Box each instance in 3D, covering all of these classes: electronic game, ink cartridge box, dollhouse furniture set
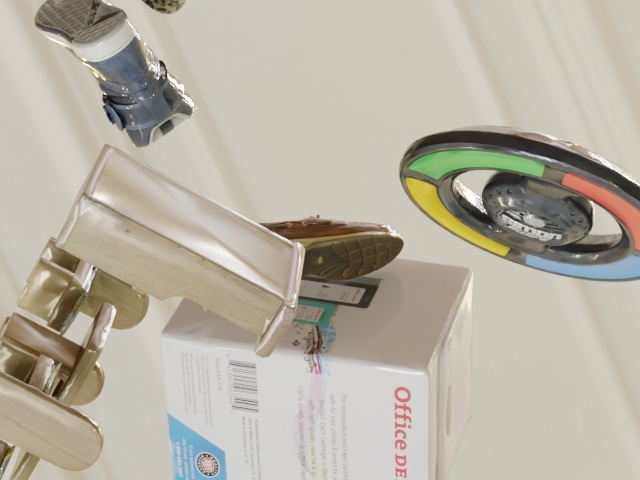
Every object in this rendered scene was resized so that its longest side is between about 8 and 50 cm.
[{"bbox_3d":[0.171,-0.025,1.567,0.229,0.229,0.048,-6,-123,52],"label":"electronic game"},{"bbox_3d":[0.004,0.140,1.996,0.270,0.198,0.197,8,-147,15],"label":"ink cartridge box"},{"bbox_3d":[-0.140,0.083,1.389,0.242,0.161,0.212,-58,-171,22],"label":"dollhouse furniture set"}]

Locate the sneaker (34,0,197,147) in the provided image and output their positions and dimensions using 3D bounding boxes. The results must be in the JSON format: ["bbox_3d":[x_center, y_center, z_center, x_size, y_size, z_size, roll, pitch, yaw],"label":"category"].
[{"bbox_3d":[-0.217,-0.186,2.110,0.086,0.163,0.226,-38,-149,-3],"label":"sneaker"}]

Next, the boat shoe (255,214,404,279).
[{"bbox_3d":[0.000,0.000,1.942,0.178,0.060,0.064,-5,140,-30],"label":"boat shoe"}]

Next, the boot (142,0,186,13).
[{"bbox_3d":[-0.187,-0.359,2.040,0.085,0.236,0.178,-28,169,-26],"label":"boot"}]
